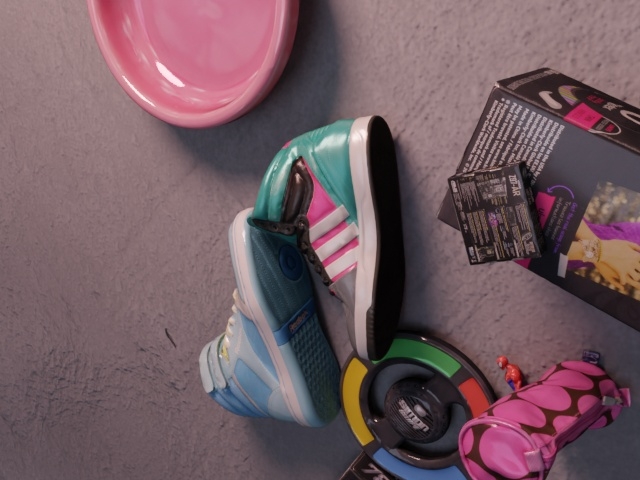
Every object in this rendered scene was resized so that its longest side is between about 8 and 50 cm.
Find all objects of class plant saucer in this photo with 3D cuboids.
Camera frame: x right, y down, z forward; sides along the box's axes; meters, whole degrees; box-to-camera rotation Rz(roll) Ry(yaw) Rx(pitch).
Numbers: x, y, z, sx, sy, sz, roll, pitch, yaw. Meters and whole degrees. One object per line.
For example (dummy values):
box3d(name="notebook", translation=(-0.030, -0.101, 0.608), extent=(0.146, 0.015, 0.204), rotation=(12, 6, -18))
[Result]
box3d(name="plant saucer", translation=(-0.156, -0.311, 0.846), extent=(0.332, 0.084, 0.331), rotation=(12, 114, 30))

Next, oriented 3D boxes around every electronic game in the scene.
box3d(name="electronic game", translation=(0.126, 0.224, 0.877), extent=(0.229, 0.048, 0.229), rotation=(11, 112, 30))

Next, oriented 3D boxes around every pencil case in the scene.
box3d(name="pencil case", translation=(0.237, 0.188, 0.694), extent=(0.098, 0.209, 0.095), rotation=(5, 104, 44))

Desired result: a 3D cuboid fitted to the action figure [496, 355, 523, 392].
box3d(name="action figure", translation=(0.241, 0.188, 0.796), extent=(0.030, 0.038, 0.115), rotation=(-26, 92, 20))

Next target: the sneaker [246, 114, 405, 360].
box3d(name="sneaker", translation=(0.000, 0.000, 0.828), extent=(0.179, 0.124, 0.295), rotation=(1, 100, 28))

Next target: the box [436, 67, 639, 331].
box3d(name="box", translation=(0.274, -0.036, 0.614), extent=(0.270, 0.165, 0.143), rotation=(32, 122, 19))

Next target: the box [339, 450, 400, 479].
box3d(name="box", translation=(0.103, 0.495, 0.975), extent=(0.296, 0.073, 0.293), rotation=(38, 124, 16))

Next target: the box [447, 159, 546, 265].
box3d(name="box", translation=(0.153, -0.023, 0.583), extent=(0.067, 0.018, 0.083), rotation=(-10, 101, 37))

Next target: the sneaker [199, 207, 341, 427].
box3d(name="sneaker", translation=(-0.110, 0.121, 0.946), extent=(0.208, 0.127, 0.318), rotation=(-12, 99, 34))
